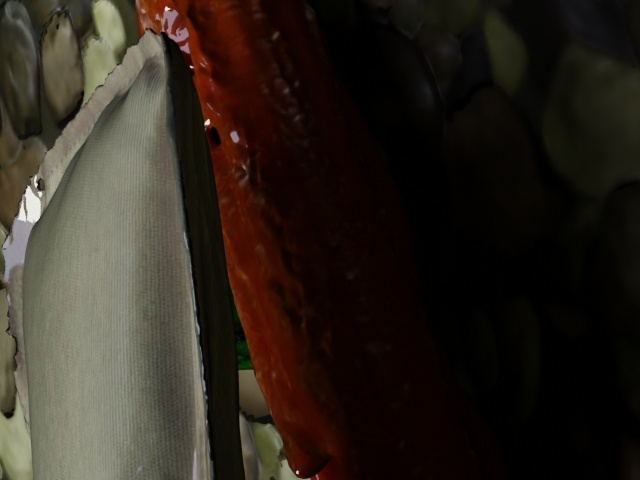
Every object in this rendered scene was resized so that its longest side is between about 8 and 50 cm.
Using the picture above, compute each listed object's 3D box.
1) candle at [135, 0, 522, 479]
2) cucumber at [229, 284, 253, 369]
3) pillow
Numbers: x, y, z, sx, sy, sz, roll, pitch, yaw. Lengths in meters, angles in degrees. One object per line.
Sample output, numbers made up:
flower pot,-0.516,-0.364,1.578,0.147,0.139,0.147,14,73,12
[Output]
candle,0.000,0.000,0.531,0.084,0.059,0.301,71,179,-72
cucumber,-0.049,0.031,0.644,0.184,0.033,0.036,-13,64,57
pillow,-0.042,0.077,0.423,0.131,0.038,0.232,144,123,-61
